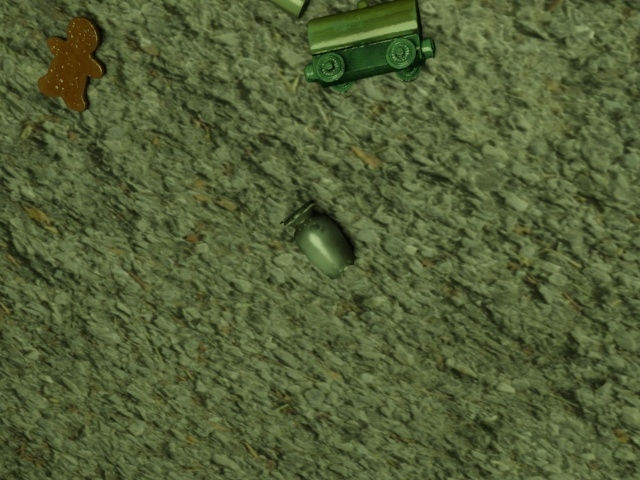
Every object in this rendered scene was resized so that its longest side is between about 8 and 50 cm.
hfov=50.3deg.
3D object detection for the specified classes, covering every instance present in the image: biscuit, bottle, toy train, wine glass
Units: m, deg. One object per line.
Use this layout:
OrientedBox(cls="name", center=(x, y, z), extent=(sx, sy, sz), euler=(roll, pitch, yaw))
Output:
OrientedBox(cls="biscuit", center=(-0.630, -0.459, 1.756), extent=(0.165, 0.036, 0.250), euler=(30, 119, -1))
OrientedBox(cls="bottle", center=(-0.118, -0.589, 1.559), extent=(0.201, 0.072, 0.072), euler=(31, 116, 0))
OrientedBox(cls="toy train", center=(0.106, -0.444, 1.558), extent=(0.307, 0.126, 0.190), euler=(-8, 78, 17))
OrientedBox(cls="wine glass", center=(0.000, 0.000, 1.757), extent=(0.111, 0.111, 0.204), euler=(-38, 95, 24))
